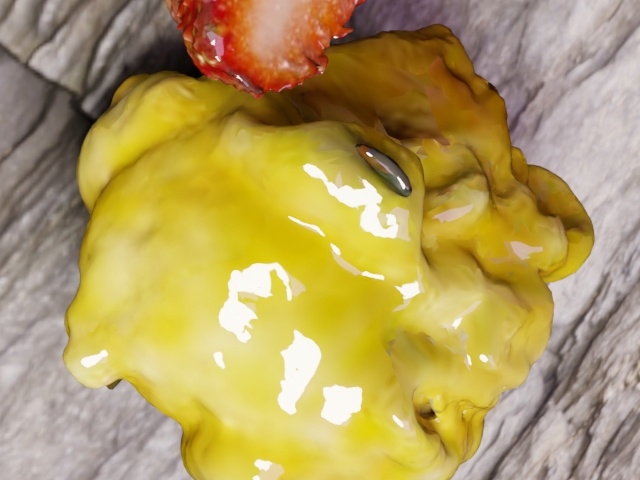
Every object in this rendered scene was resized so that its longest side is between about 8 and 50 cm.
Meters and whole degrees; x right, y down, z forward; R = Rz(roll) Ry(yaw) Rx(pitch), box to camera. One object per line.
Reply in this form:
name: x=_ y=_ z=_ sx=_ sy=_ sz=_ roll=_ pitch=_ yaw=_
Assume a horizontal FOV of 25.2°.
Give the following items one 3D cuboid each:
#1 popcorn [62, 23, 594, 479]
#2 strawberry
popcorn: x=0.000 y=0.000 z=0.843 sx=0.297 sy=0.281 sz=0.316 roll=35 pitch=67 yaw=-4
strawberry: x=-0.031 y=-0.199 z=0.810 sx=0.236 sy=0.106 sz=0.175 roll=-46 pitch=112 yaw=-26
